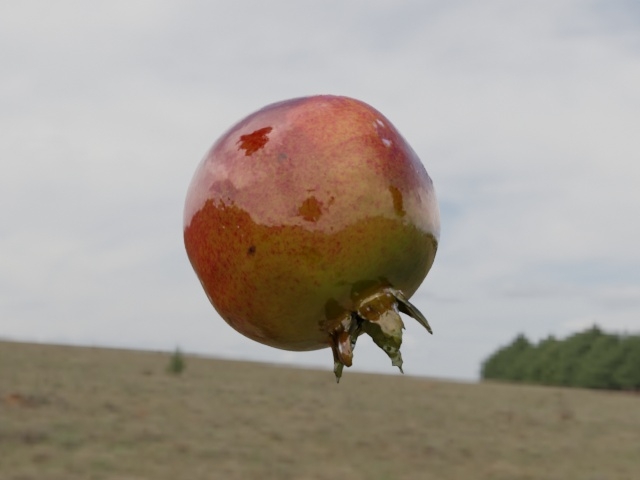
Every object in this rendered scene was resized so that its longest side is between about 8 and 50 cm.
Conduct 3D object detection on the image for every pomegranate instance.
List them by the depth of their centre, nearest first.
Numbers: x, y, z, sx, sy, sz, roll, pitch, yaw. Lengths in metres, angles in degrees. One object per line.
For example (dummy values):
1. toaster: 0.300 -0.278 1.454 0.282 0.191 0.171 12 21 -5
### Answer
1. pomegranate: 0.000 0.000 1.193 0.221 0.257 0.221 -27 -27 -15
